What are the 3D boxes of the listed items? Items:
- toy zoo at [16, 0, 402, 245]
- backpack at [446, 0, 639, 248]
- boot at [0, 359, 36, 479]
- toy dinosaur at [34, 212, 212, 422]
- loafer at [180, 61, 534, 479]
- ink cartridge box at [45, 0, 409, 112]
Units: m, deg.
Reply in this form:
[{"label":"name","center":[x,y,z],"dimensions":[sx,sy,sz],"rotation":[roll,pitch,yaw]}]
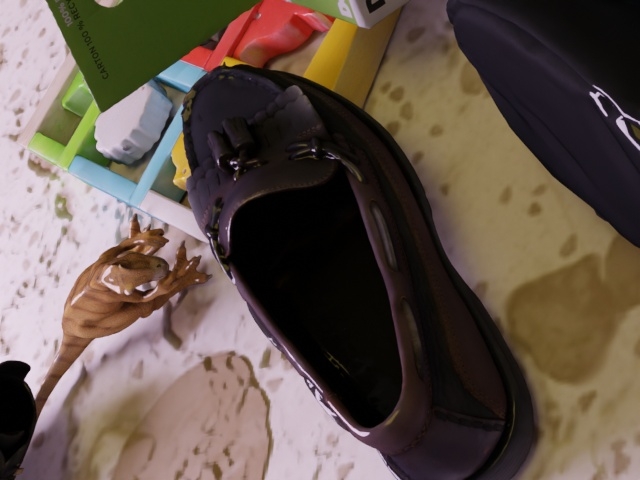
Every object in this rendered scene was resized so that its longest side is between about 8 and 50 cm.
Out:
[{"label":"toy zoo","center":[-0.064,-0.100,0.985],"dimensions":[0.293,0.030,0.192],"rotation":[24,83,47]},{"label":"backpack","center":[0.231,-0.165,0.626],"dimensions":[0.355,0.273,0.290],"rotation":[-38,37,0]},{"label":"boot","center":[-0.214,0.175,0.904],"dimensions":[0.137,0.077,0.198],"rotation":[-42,44,31]},{"label":"toy dinosaur","center":[-0.132,0.040,0.925],"dimensions":[0.112,0.064,0.211],"rotation":[-37,-10,-36]},{"label":"loafer","center":[0.000,0.000,0.793],"dimensions":[0.109,0.095,0.302],"rotation":[-45,52,14]},{"label":"ink cartridge box","center":[-0.029,-0.196,0.827],"dimensions":[0.255,0.188,0.097],"rotation":[-38,37,-21]}]
